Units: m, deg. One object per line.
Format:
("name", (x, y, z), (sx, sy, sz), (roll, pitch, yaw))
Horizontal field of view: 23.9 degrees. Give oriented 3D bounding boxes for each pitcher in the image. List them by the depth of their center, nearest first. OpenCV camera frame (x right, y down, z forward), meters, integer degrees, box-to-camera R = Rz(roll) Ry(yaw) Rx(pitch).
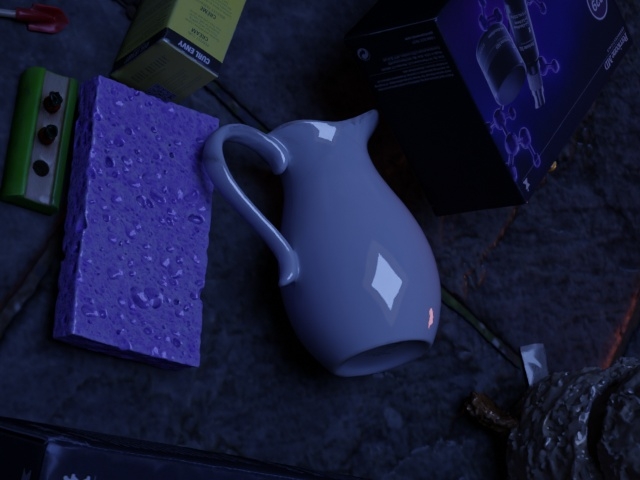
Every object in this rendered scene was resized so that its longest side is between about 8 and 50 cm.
("pitcher", (0.000, 0.000, 1.199), (0.177, 0.125, 0.207), (-2, 66, -36))

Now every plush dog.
("plush dog", (0.261, 0.164, 1.258), (0.210, 0.225, 0.262), (39, 56, -19))

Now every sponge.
("sponge", (-0.138, -0.013, 1.150), (0.117, 0.031, 0.210), (20, 64, -38))

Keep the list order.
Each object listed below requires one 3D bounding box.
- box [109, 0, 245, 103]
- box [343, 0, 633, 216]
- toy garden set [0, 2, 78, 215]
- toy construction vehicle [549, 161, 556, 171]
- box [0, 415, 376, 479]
("box", (-0.093, -0.223, 1.233), (0.058, 0.087, 0.232), (32, 57, -25))
("box", (0.154, -0.172, 1.311), (0.261, 0.103, 0.184), (-52, 125, -40))
("toy garden set", (-0.281, -0.151, 1.094), (0.244, 0.049, 0.204), (18, 64, -30))
("toy construction vehicle", (0.181, -0.113, 1.421), (0.086, 0.035, 0.098), (3, 72, -35))
("box", (-0.093, 0.300, 0.938), (0.312, 0.179, 0.343), (15, 81, -32))
